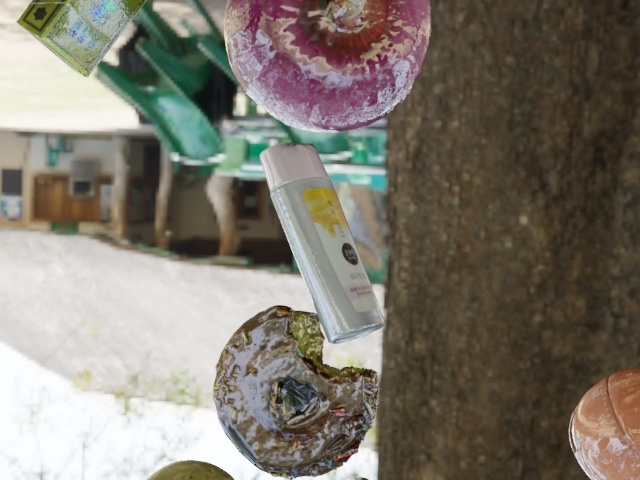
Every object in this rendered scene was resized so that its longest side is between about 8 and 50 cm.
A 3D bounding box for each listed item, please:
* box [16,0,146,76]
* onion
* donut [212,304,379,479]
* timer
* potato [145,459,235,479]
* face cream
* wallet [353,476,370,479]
[{"bbox_3d":[-0.337,-0.369,1.645,0.064,0.220,0.141,33,177,24],"label":"box"},{"bbox_3d":[0.007,-0.358,1.837,0.358,0.358,0.345,3,-174,13],"label":"onion"},{"bbox_3d":[-0.029,0.207,1.472,0.230,0.216,0.096,26,-169,16],"label":"donut"},{"bbox_3d":[0.556,0.338,1.908,0.215,0.229,0.230,-37,161,31],"label":"timer"},{"bbox_3d":[-0.220,0.452,1.638,0.173,0.307,0.210,1,-137,-41],"label":"potato"},{"bbox_3d":[0.000,0.000,1.440,0.073,0.269,0.107,-29,164,27],"label":"face cream"},{"bbox_3d":[0.092,0.366,1.357,0.044,0.170,0.321,-42,170,-2],"label":"wallet"}]
